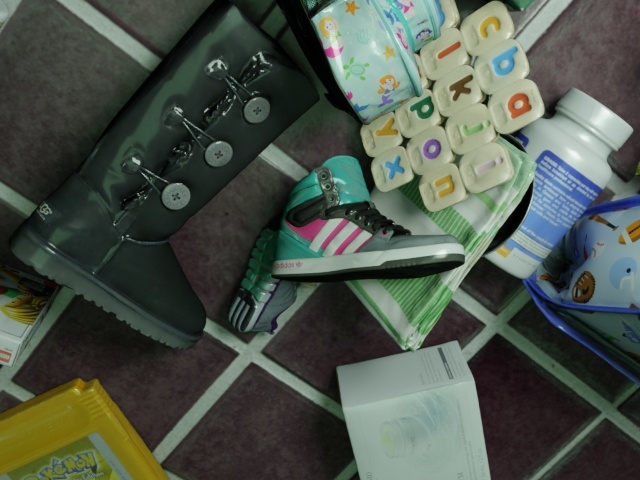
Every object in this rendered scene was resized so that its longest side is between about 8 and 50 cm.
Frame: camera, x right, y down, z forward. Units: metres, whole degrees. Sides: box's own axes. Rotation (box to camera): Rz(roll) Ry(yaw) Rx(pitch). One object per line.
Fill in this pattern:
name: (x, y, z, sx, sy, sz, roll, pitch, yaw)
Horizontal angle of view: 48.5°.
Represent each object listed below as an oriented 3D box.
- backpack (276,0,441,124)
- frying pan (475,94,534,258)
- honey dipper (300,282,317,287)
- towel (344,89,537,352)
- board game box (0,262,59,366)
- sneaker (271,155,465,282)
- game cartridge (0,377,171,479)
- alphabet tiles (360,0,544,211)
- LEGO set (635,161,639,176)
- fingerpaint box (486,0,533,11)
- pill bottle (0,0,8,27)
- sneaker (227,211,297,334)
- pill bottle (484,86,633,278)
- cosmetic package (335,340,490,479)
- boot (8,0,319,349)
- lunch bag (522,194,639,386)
backpack: (0.050, -0.284, 0.920, 0.191, 0.225, 0.253, -23, 86, 9)
frying pan: (0.220, -0.122, 1.062, 0.197, 0.326, 0.053, -28, 146, 37)
honey dipper: (0.000, 0.000, 1.163, 0.031, 0.030, 0.160, 13, 107, -9)
towel: (0.149, -0.033, 1.052, 0.038, 0.248, 0.324, 14, 114, -41)
board game box: (-0.573, 0.071, 1.065, 0.305, 0.193, 0.053, 23, 109, -13)
sneaker: (0.062, -0.035, 1.014, 0.296, 0.124, 0.178, -4, 79, 30)
game cartridge: (-0.454, 0.425, 1.292, 0.285, 0.052, 0.323, -26, 112, 7)
alphabet tiles: (0.164, -0.191, 0.989, 0.278, 0.021, 0.284, -26, 75, 41)
LEGO set: (0.535, -0.184, 0.950, 0.192, 0.331, 0.254, 18, 101, -15)
fingerpaint box: (0.279, -0.574, 0.861, 0.445, 0.163, 0.371, -42, 103, 13)
pill bottle: (-0.526, -0.273, 0.973, 0.112, 0.112, 0.186, 38, 104, -17)
sneaker: (-0.066, 0.053, 1.169, 0.098, 0.083, 0.223, 20, 104, -47)
pill bottle: (0.339, -0.088, 1.081, 0.152, 0.152, 0.272, 32, 107, -15)
cosmetic package: (0.161, 0.323, 1.244, 0.225, 0.138, 0.224, -13, 112, 3)
boot: (-0.172, -0.078, 1.059, 0.445, 0.146, 0.367, -51, 140, -2)
lunch bag: (0.517, 0.099, 1.053, 0.328, 0.385, 0.238, 32, 78, -16)
